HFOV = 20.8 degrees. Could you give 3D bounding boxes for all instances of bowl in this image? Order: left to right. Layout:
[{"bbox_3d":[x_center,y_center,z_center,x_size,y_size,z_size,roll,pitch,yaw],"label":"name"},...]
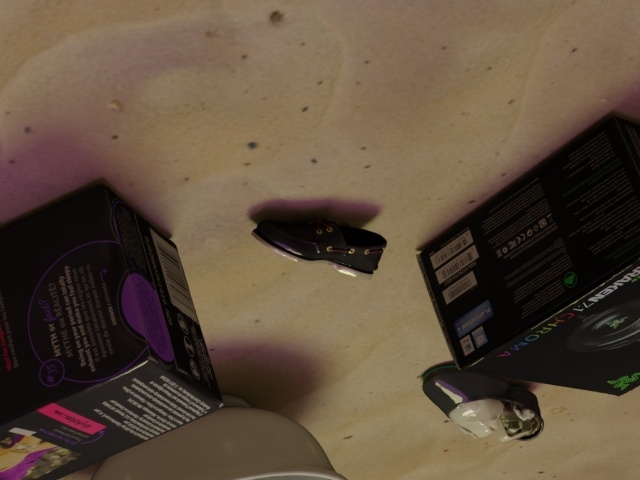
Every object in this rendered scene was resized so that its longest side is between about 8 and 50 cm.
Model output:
[{"bbox_3d":[-0.121,0.247,1.786,0.298,0.134,0.298,-14,152,-7],"label":"bowl"}]

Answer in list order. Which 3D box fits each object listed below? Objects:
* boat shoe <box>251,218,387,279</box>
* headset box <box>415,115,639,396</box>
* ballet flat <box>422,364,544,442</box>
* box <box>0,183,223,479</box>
[{"bbox_3d":[-0.001,-0.001,1.501,0.133,0.049,0.042,14,111,-36],"label":"boat shoe"},{"bbox_3d":[0.281,0.027,1.625,0.246,0.131,0.283,-36,149,32],"label":"headset box"},{"bbox_3d":[0.188,0.187,1.935,0.074,0.074,0.203,-32,150,25],"label":"ballet flat"},{"bbox_3d":[-0.241,0.097,1.397,0.270,0.165,0.143,-23,153,11],"label":"box"}]
